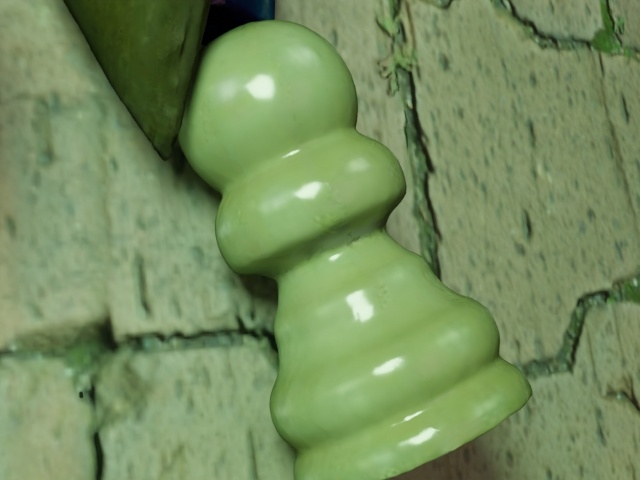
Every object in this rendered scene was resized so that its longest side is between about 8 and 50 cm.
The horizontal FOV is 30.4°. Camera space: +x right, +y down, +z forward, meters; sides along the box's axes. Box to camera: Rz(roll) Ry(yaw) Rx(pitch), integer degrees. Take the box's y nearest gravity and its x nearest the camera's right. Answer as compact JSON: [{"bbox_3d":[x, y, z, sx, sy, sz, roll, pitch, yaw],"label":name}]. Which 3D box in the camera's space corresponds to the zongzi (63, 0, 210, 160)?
[{"bbox_3d":[-0.183,-0.269,0.553,0.356,0.174,0.392,15,80,-31],"label":"zongzi"}]

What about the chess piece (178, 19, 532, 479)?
[{"bbox_3d":[0.000,0.000,0.653,0.144,0.144,0.251,-22,86,-43],"label":"chess piece"}]

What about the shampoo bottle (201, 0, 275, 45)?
[{"bbox_3d":[-0.062,-0.208,0.705,0.087,0.050,0.183,14,68,-38],"label":"shampoo bottle"}]
